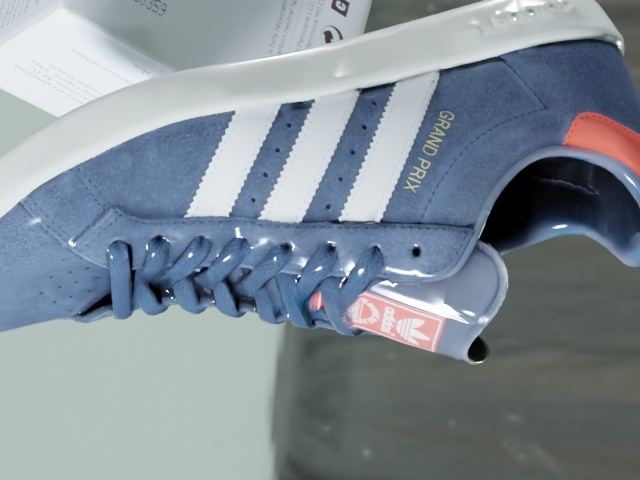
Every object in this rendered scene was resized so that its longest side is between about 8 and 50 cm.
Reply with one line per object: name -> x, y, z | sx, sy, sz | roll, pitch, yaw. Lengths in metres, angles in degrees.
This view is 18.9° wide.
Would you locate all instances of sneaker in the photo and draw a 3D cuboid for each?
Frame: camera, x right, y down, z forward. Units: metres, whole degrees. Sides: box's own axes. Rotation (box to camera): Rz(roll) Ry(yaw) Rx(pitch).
sneaker -> 0.000, 0.000, 0.872 | 0.131, 0.350, 0.148 | 95, -27, -66

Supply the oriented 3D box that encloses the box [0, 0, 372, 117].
box -> -0.073, -0.146, 1.082 | 0.182, 0.119, 0.181 | 27, 65, -27
